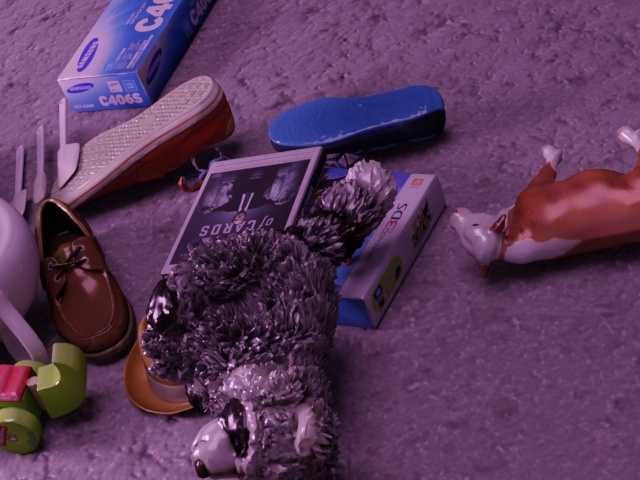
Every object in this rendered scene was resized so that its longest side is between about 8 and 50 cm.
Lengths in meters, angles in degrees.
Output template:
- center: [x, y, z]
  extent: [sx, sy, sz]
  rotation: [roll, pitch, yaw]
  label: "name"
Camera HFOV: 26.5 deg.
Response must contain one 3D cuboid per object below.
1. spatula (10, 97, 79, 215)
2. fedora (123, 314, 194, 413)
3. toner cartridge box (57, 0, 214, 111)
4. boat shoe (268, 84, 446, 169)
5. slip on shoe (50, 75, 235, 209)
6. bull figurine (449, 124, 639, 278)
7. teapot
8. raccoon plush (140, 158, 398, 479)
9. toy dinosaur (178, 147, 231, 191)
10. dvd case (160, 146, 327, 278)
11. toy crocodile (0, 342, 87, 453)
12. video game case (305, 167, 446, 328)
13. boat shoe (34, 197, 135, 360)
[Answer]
- center: [-0.447, -0.128, 2.193]
  extent: [0.168, 0.019, 0.242]
  rotation: [-44, 30, 21]
  label: "spatula"
- center: [-0.180, 0.133, 1.749]
  extent: [0.194, 0.079, 0.194]
  rotation: [-13, 39, 11]
  label: "fedora"
- center: [-0.317, -0.367, 2.414]
  extent: [0.165, 0.075, 0.348]
  rotation: [-3, 42, 25]
  label: "toner cartridge box"
- center: [0.056, -0.151, 1.973]
  extent: [0.258, 0.089, 0.109]
  rotation: [-4, 54, 14]
  label: "boat shoe"
- center: [-0.275, -0.129, 2.096]
  extent: [0.331, 0.101, 0.123]
  rotation: [-30, 36, 11]
  label: "slip on shoe"
- center: [0.321, -0.046, 1.702]
  extent: [0.310, 0.101, 0.188]
  rotation: [-6, 39, 20]
  label: "bull figurine"
- center: [-0.490, 0.069, 1.879]
  extent: [0.252, 0.187, 0.256]
  rotation: [-7, 45, 7]
  label: "teapot"
- center: [0.003, 0.096, 1.556]
  extent: [0.299, 0.216, 0.446]
  rotation: [33, 75, 35]
  label: "raccoon plush"
- center: [-0.173, -0.101, 2.058]
  extent: [0.090, 0.047, 0.082]
  rotation: [31, 79, 34]
  label: "toy dinosaur"
- center: [-0.101, -0.035, 1.855]
  extent: [0.179, 0.030, 0.239]
  rotation: [-7, 39, 24]
  label: "dvd case"
- center: [-0.455, 0.209, 1.769]
  extent: [0.340, 0.105, 0.115]
  rotation: [-9, 40, 17]
  label: "toy crocodile"
- center: [0.000, 0.000, 1.836]
  extent: [0.269, 0.061, 0.244]
  rotation: [5, 44, 31]
  label: "video game case"
- center: [-0.349, 0.051, 1.907]
  extent: [0.110, 0.104, 0.307]
  rotation: [-28, 38, -8]
  label: "boat shoe"
